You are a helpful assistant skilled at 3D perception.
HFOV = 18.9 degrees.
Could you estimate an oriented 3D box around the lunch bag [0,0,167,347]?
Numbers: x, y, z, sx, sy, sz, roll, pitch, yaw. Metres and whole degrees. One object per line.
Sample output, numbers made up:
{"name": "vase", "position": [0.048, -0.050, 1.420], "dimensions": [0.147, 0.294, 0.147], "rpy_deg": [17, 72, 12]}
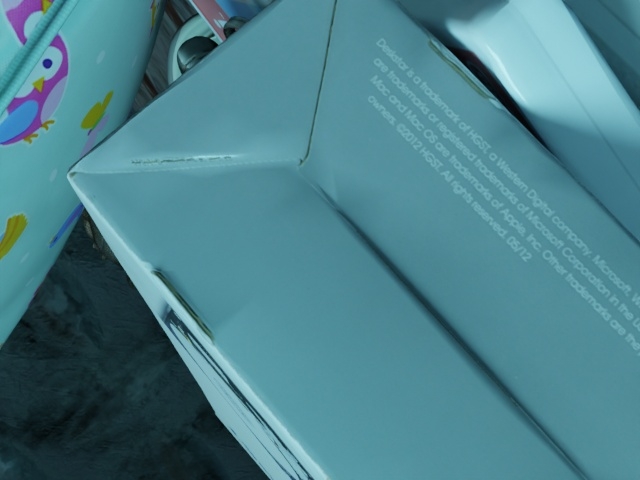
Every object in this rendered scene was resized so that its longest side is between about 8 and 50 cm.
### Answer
{"name": "lunch bag", "position": [-0.132, -0.099, 0.701], "dimensions": [0.160, 0.262, 0.223], "rpy_deg": [28, 168, 3]}

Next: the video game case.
{"name": "video game case", "position": [0.055, -0.003, 0.591], "dimensions": [0.204, 0.025, 0.285], "rpy_deg": [53, 172, -19]}

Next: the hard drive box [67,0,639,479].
{"name": "hard drive box", "position": [0.042, 0.056, 0.520], "dimensions": [0.181, 0.089, 0.232], "rpy_deg": [48, 172, 19]}

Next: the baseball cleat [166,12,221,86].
{"name": "baseball cleat", "position": [-0.024, -0.040, 1.013], "dimensions": [0.206, 0.072, 0.109], "rpy_deg": [58, 176, -25]}

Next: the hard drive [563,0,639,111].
{"name": "hard drive", "position": [0.090, -0.021, 0.575], "dimensions": [0.353, 0.047, 0.233], "rpy_deg": [47, 171, 18]}

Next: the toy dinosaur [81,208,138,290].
{"name": "toy dinosaur", "position": [-0.146, 0.001, 1.666], "dimensions": [0.313, 0.121, 0.160], "rpy_deg": [53, -174, 10]}

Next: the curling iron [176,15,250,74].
{"name": "curling iron", "position": [0.000, 0.000, 0.686], "dimensions": [0.068, 0.035, 0.274], "rpy_deg": [47, 172, 22]}
